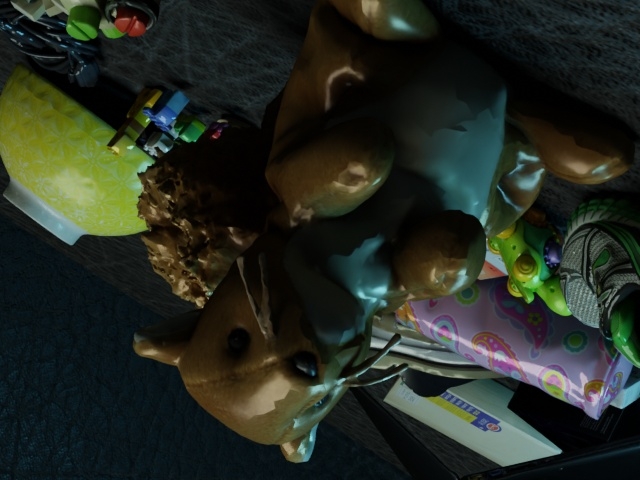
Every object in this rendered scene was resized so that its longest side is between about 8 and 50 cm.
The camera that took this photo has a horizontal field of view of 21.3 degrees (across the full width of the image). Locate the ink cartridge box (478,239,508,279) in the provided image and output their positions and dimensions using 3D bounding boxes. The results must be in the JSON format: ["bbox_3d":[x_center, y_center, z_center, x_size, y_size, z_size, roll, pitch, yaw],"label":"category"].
[{"bbox_3d":[0.140,-0.021,1.846,0.179,0.045,0.145,30,168,-13],"label":"ink cartridge box"}]

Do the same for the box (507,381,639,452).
[{"bbox_3d":[0.400,0.256,2.237,0.261,0.103,0.184,38,168,-36],"label":"box"}]

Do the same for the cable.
[{"bbox_3d":[-0.332,-0.249,2.027,0.150,0.047,0.184,33,171,9],"label":"cable"}]

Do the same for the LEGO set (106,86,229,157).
[{"bbox_3d":[-0.196,-0.125,2.034,0.087,0.093,0.227,41,171,-21],"label":"LEGO set"}]

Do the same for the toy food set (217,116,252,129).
[{"bbox_3d":[-0.088,-0.119,2.023,0.082,0.020,0.083,37,166,-30],"label":"toy food set"}]

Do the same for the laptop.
[{"bbox_3d":[0.273,0.295,2.230,0.408,0.236,0.382,-16,142,14],"label":"laptop"}]

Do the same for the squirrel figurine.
[{"bbox_3d":[0.000,0.000,1.474,0.281,0.370,0.397,35,167,-23],"label":"squirrel figurine"}]

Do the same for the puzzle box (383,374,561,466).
[{"bbox_3d":[0.250,0.281,2.784,0.272,0.052,0.409,29,168,3],"label":"puzzle box"}]

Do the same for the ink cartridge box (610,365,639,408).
[{"bbox_3d":[0.361,0.161,2.029,0.063,0.029,0.115,21,-153,33],"label":"ink cartridge box"}]

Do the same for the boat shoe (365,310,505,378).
[{"bbox_3d":[0.153,0.109,2.152,0.302,0.103,0.113,2,-168,18],"label":"boat shoe"}]

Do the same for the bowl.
[{"bbox_3d":[-0.327,-0.088,2.251,0.289,0.156,0.289,37,177,3],"label":"bowl"}]

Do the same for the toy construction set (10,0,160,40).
[{"bbox_3d":[-0.259,-0.267,1.516,0.215,0.151,0.328,-1,166,17],"label":"toy construction set"}]

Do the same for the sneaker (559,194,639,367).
[{"bbox_3d":[0.282,0.040,1.525,0.134,0.146,0.343,30,169,-3],"label":"sneaker"}]

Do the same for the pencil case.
[{"bbox_3d":[0.223,0.096,1.961,0.284,0.124,0.124,26,167,21],"label":"pencil case"}]

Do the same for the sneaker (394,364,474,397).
[{"bbox_3d":[0.120,0.100,2.300,0.129,0.111,0.297,-16,136,42],"label":"sneaker"}]

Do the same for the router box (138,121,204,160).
[{"bbox_3d":[-0.168,-0.111,2.196,0.122,0.038,0.092,24,167,23],"label":"router box"}]

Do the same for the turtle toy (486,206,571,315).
[{"bbox_3d":[0.218,0.020,1.724,0.095,0.066,0.130,85,161,-76],"label":"turtle toy"}]
